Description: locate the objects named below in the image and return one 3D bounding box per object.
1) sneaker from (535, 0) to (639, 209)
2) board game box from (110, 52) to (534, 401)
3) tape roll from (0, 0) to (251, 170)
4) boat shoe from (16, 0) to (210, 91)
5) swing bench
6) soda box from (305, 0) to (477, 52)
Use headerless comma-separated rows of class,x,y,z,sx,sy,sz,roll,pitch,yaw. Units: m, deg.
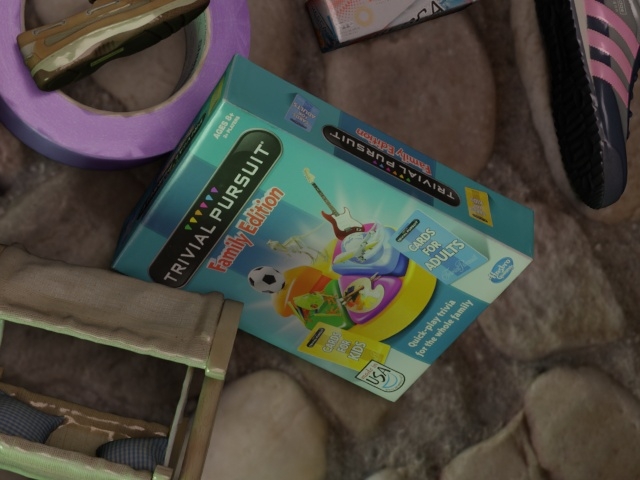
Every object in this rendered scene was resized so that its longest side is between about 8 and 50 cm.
sneaker,0.331,-0.197,1.621,0.131,0.112,0.318,-6,88,-16
board game box,0.000,0.000,1.420,0.336,0.253,0.079,26,40,-15
tape roll,-0.213,-0.211,1.449,0.275,0.090,0.274,1,85,-18
boat shoe,-0.199,-0.215,1.375,0.190,0.068,0.072,-27,83,-19
swing bench,-0.222,0.143,1.346,0.253,0.165,0.254,13,83,-2
soda box,0.080,-0.262,1.569,0.183,0.058,0.063,-20,92,-19
